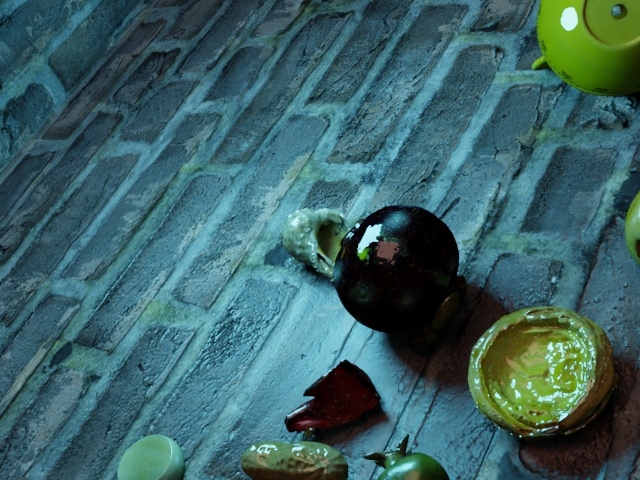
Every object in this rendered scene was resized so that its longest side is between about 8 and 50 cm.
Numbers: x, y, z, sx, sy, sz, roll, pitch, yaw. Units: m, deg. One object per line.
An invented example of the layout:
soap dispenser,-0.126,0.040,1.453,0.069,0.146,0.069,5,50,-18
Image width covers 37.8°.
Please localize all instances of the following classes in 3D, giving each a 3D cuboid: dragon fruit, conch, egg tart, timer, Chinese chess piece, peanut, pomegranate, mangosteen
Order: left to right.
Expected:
Chinese chess piece,-0.351,0.473,1.938,0.144,0.058,0.144,-18,40,15
peanut,-0.051,0.425,1.772,0.226,0.108,0.095,-2,52,32
conch,0.000,0.000,2.163,0.155,0.130,0.207,-41,54,7
dragon fruit,0.019,0.325,1.832,0.192,0.122,0.092,-29,55,-3
mangosteen,0.167,0.069,1.903,0.288,0.288,0.288,-16,42,15
pomegranate,0.150,0.424,1.640,0.152,0.131,0.191,-28,32,7
egg tart,0.404,0.245,1.704,0.279,0.095,0.279,-14,48,17
timer,0.667,-0.501,2.162,0.376,0.376,0.387,-20,-2,11

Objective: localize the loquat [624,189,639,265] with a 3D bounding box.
loquat,0.676,-0.027,1.739,0.213,0.213,0.213,-16,42,15
